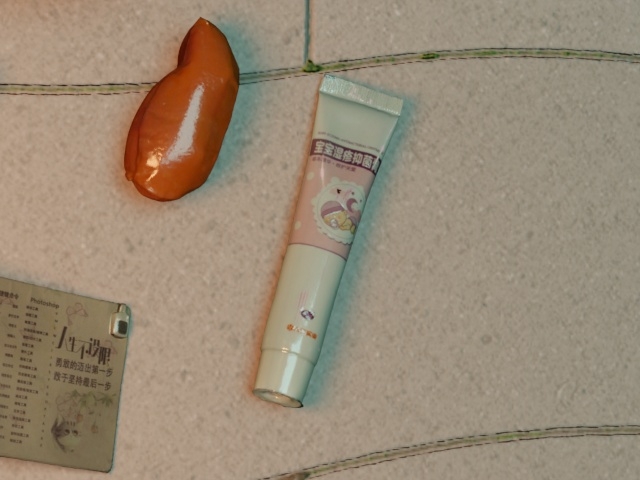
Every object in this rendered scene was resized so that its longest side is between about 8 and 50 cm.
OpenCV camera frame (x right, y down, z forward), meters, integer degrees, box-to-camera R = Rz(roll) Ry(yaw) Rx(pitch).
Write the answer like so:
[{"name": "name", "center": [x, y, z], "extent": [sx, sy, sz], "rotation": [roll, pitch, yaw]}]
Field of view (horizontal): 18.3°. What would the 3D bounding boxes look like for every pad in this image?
[{"name": "pad", "center": [-0.278, 0.111, 1.754], "extent": [0.265, 0.009, 0.159], "rotation": [16, 75, -41]}]

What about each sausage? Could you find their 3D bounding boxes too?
[{"name": "sausage", "center": [-0.126, -0.119, 1.863], "extent": [0.089, 0.089, 0.179], "rotation": [26, 78, -20]}]

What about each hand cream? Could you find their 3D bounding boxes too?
[{"name": "hand cream", "center": [0.000, 0.000, 1.927], "extent": [0.085, 0.058, 0.331], "rotation": [16, 70, -2]}]
